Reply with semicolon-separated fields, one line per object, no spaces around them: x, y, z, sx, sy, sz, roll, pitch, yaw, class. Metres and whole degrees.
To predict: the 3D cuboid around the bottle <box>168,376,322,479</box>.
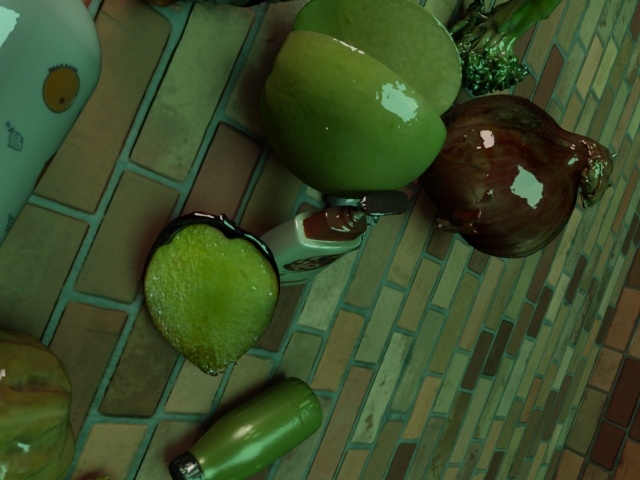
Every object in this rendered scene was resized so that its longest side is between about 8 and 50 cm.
-0.124;0.337;0.811;0.260;0.112;0.112;-22;116;-34;bottle

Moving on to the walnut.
-0.383;0.197;0.469;0.257;0.257;0.224;3;68;-42;walnut

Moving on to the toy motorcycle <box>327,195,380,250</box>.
0.063;-0.096;0.869;0.152;0.073;0.224;36;77;-40;toy motorcycle

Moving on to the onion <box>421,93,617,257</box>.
0.361;-0.128;0.977;0.354;0.354;0.353;-14;112;-38;onion

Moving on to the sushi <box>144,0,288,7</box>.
-0.090;-0.361;0.593;0.333;0.130;0.124;-15;109;-15;sushi

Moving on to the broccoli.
0.364;-0.425;0.932;0.177;0.198;0.274;20;123;-24;broccoli

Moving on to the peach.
-0.156;0.076;0.701;0.189;0.068;0.279;5;118;-9;peach

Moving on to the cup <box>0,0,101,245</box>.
-0.347;-0.106;0.415;0.212;0.212;0.317;36;78;-41;cup

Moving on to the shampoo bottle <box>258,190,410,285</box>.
0.000;0.000;0.713;0.153;0.284;0.071;4;67;-39;shampoo bottle

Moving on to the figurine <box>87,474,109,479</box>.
-0.347;0.397;0.638;0.247;0.131;0.156;26;70;-32;figurine

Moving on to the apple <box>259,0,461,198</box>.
0.051;-0.205;0.684;0.254;0.292;0.291;29;82;-13;apple
